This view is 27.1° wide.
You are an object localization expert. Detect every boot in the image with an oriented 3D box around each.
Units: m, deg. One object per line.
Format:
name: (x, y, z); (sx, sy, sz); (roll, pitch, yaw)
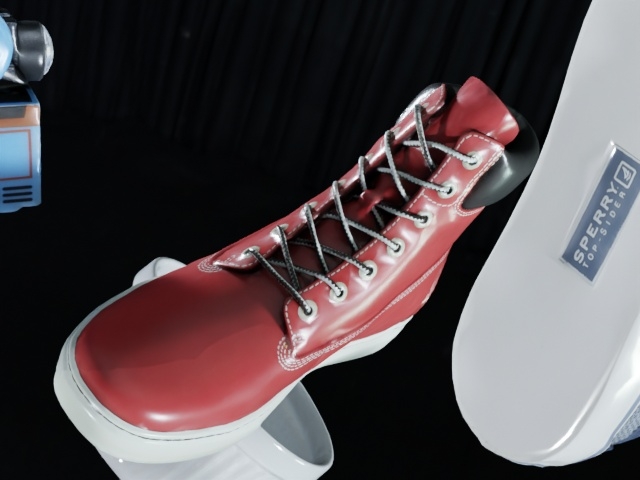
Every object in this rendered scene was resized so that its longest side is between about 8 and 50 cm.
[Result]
boot: (0.000, 0.000, 0.602); (0.088, 0.176, 0.244); (49, -142, 14)
boot: (0.106, -0.024, 0.338); (0.086, 0.190, 0.069); (-3, -138, -40)

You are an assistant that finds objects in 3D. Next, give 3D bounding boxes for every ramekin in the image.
ramekin: (-0.097, 0.124, 1.015); (0.207, 0.109, 0.207); (49, -172, -10)

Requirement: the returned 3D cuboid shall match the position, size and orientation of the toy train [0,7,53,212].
toy train: (-0.213, -0.061, 0.604); (0.184, 0.105, 0.080); (-6, -157, -22)
